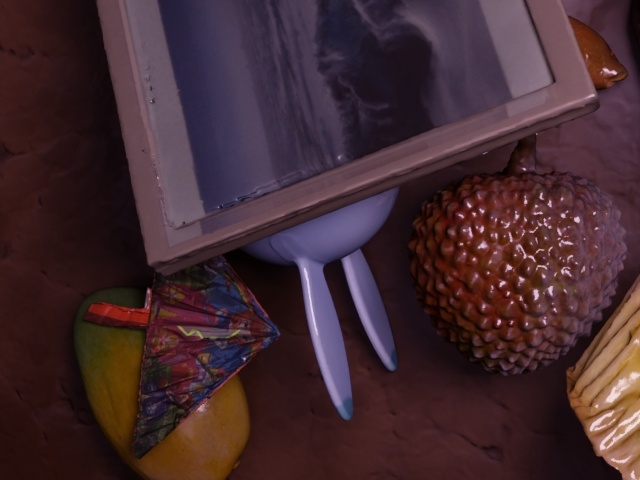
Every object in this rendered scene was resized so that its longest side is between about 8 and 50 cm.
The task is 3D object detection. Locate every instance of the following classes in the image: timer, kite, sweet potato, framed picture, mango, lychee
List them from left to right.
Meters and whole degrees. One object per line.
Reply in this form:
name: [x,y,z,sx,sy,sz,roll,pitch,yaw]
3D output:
mango: [-0.137,0.121,1.036,0.195,0.092,0.130,47,109,13]
kite: [-0.111,0.059,0.974,0.189,0.009,0.232,2,78,28]
framed picture: [-0.019,-0.229,0.900,0.326,0.028,0.446,-21,67,13]
timer: [-0.018,-0.011,0.963,0.175,0.175,0.256,7,109,11]
sweet potato: [0.149,-0.168,0.957,0.194,0.056,0.056,25,101,12]
lychee: [0.145,0.005,0.921,0.165,0.165,0.197,2,96,12]

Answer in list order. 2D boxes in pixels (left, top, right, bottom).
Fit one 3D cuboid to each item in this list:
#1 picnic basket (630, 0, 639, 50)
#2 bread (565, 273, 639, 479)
picnic basket: [0.328,-0.134,0.813,0.222,0.129,0.297,-24,61,16]
bread: [0.323,0.131,0.870,0.288,0.204,0.156,36,104,-4]
